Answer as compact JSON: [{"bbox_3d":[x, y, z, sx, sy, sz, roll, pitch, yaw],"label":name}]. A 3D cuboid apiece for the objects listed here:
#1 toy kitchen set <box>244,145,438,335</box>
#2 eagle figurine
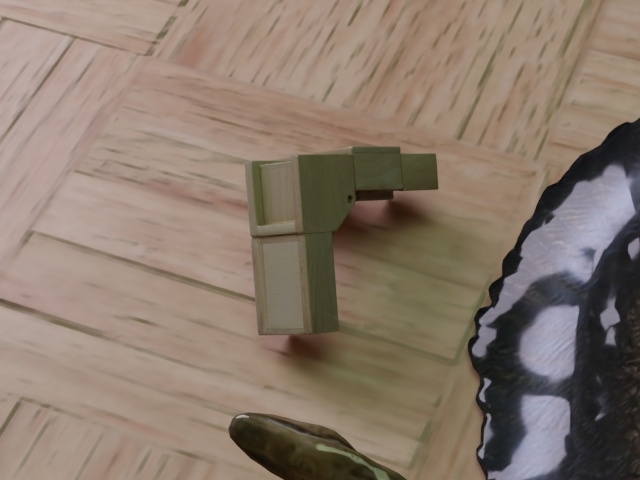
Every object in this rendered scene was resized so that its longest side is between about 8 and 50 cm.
[{"bbox_3d":[0.000,0.000,0.667,0.083,0.075,0.068,-4,-1,-43],"label":"toy kitchen set"},{"bbox_3d":[0.146,0.075,0.525,0.226,0.225,0.298,62,32,-4],"label":"eagle figurine"}]
